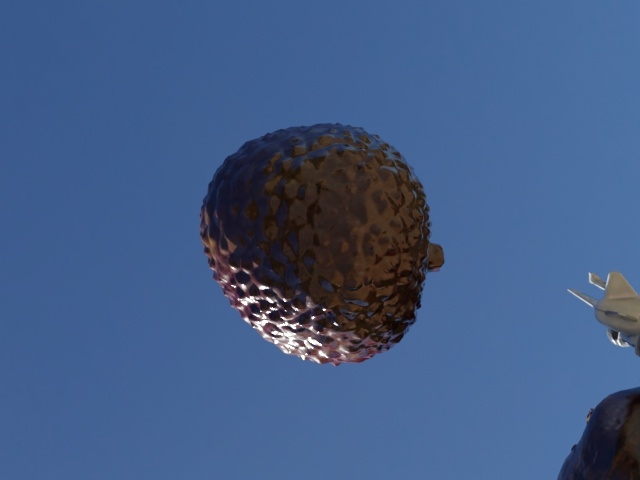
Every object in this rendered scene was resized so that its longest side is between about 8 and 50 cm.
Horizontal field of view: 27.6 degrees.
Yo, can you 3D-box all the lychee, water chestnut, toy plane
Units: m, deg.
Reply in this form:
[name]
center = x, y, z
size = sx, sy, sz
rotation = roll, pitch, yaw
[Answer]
[lychee]
center = 0.000, 0.000, 1.356
size = 0.260, 0.260, 0.261
rotation = 16, -110, -50
[water chestnut]
center = 0.455, 0.314, 1.746
size = 0.335, 0.335, 0.347
rotation = 41, -172, -40
[toy plane]
center = 0.451, 0.106, 1.684
size = 0.255, 0.251, 0.101
rotation = 12, -80, -23
